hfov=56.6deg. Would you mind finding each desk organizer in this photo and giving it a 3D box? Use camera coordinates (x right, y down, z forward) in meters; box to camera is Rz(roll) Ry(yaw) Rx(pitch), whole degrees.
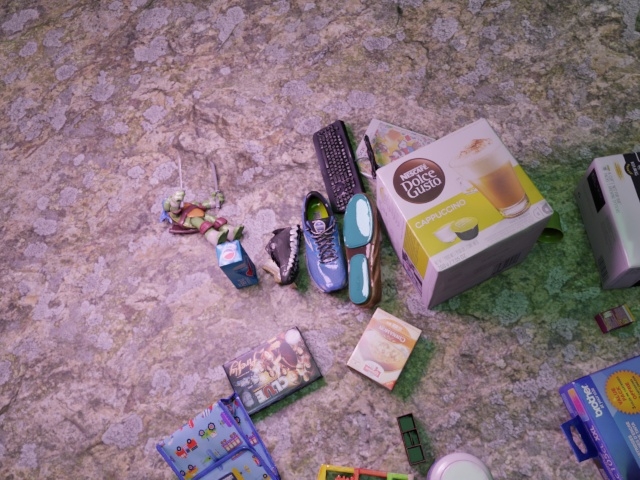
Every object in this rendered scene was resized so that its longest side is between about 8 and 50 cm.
[{"bbox_3d":[0.243,0.531,1.592,0.047,0.050,0.130,-15,67,1],"label":"desk organizer"}]

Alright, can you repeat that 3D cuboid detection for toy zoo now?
[{"bbox_3d":[0.092,0.697,1.555,0.292,0.030,0.193,4,69,8],"label":"toy zoo"}]

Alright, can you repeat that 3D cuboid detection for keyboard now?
[{"bbox_3d":[0.091,-0.251,1.906,0.201,0.033,0.318,-22,67,16],"label":"keyboard"}]

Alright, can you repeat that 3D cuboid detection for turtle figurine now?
[{"bbox_3d":[-0.361,-0.115,1.846,0.266,0.198,0.275,36,80,14],"label":"turtle figurine"}]

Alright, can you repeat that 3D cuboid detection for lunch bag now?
[{"bbox_3d":[-0.254,0.599,1.587,0.221,0.138,0.293,-37,79,5],"label":"lunch bag"}]

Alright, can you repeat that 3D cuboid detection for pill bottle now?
[{"bbox_3d":[0.338,0.593,1.436,0.152,0.272,0.153,-2,68,6],"label":"pill bottle"}]

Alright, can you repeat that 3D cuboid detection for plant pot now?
[{"bbox_3d":[0.680,-0.047,1.761,0.083,0.083,0.079,10,58,11],"label":"plant pot"}]

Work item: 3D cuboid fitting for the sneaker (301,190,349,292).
[{"bbox_3d":[0.000,0.000,1.782,0.129,0.147,0.330,-16,68,1],"label":"sneaker"}]

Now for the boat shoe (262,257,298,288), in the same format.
[{"bbox_3d":[-0.124,0.110,1.809,0.045,0.050,0.135,-46,60,-8],"label":"boat shoe"}]

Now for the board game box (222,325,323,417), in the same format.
[{"bbox_3d":[-0.138,0.376,1.705,0.243,0.042,0.165,-28,68,-5],"label":"board game box"}]

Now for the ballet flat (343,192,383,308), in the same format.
[{"bbox_3d":[0.140,0.034,1.764,0.116,0.124,0.343,-13,72,32],"label":"ballet flat"}]

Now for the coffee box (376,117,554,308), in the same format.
[{"bbox_3d":[0.375,-0.066,1.659,0.337,0.338,0.335,-26,67,-4],"label":"coffee box"}]

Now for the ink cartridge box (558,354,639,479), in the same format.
[{"bbox_3d":[0.804,0.446,1.509,0.395,0.151,0.270,-22,67,0],"label":"ink cartridge box"}]

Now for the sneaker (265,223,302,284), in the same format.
[{"bbox_3d":[-0.116,0.044,1.788,0.106,0.078,0.234,-3,44,7],"label":"sneaker"}]

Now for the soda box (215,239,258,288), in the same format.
[{"bbox_3d":[-0.243,0.074,1.747,0.071,0.210,0.067,-15,68,1],"label":"soda box"}]

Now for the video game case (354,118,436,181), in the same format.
[{"bbox_3d":[0.232,-0.277,1.929,0.226,0.026,0.207,22,73,14],"label":"video game case"}]

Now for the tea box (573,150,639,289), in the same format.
[{"bbox_3d":[0.935,-0.064,1.654,0.323,0.220,0.329,-8,68,5],"label":"tea box"}]

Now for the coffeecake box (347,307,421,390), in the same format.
[{"bbox_3d":[0.181,0.309,1.679,0.142,0.068,0.186,26,74,15],"label":"coffeecake box"}]

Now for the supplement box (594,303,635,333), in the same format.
[{"bbox_3d":[0.818,0.218,1.651,0.083,0.043,0.055,-19,68,-2],"label":"supplement box"}]
